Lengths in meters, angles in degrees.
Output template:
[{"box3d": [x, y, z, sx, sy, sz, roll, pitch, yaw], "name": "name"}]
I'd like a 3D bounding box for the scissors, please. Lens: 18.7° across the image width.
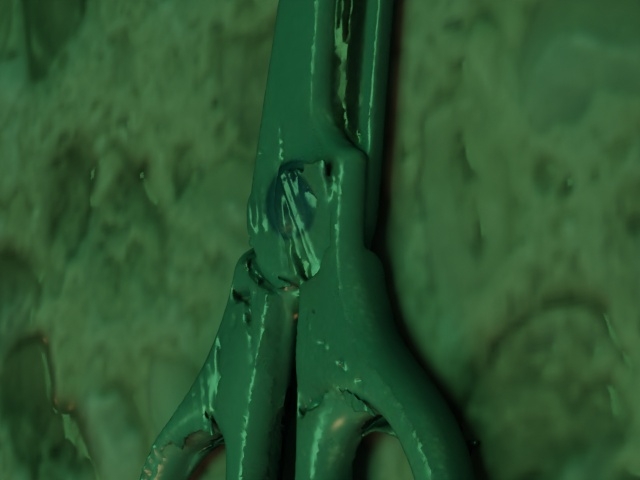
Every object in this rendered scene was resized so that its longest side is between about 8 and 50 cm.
[{"box3d": [0.000, 0.000, 0.711, 0.180, 0.032, 0.393, 3, 86, 46], "name": "scissors"}]
